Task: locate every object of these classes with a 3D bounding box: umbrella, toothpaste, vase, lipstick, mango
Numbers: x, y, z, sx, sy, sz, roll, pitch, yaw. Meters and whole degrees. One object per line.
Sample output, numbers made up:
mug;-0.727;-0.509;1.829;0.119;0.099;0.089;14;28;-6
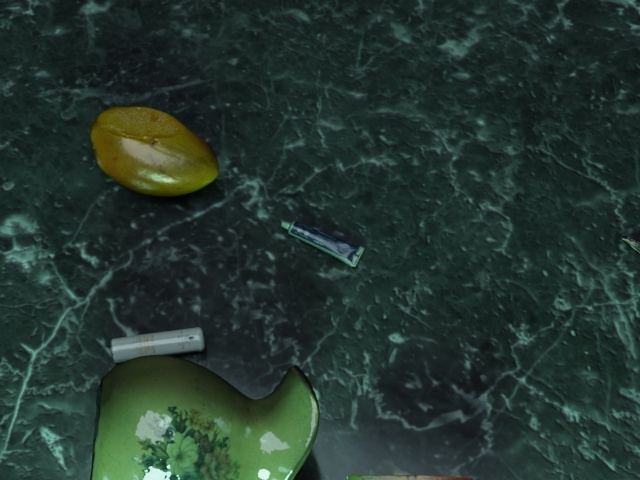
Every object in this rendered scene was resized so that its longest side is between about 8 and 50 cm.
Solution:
umbrella;0.512;0.013;2.067;0.083;0.020;0.031;28;67;19
toothpaste;0.000;0.000;2.079;0.140;0.021;0.037;24;74;10
vase;-0.172;0.329;1.838;0.302;0.241;0.329;6;92;-11
lipstick;-0.247;0.159;1.995;0.141;0.040;0.040;-8;65;-4
mango;-0.266;-0.138;2.107;0.217;0.102;0.141;17;42;6

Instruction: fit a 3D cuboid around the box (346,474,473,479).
box;0.121;0.434;1.800;0.177;0.148;0.195;2;65;0
